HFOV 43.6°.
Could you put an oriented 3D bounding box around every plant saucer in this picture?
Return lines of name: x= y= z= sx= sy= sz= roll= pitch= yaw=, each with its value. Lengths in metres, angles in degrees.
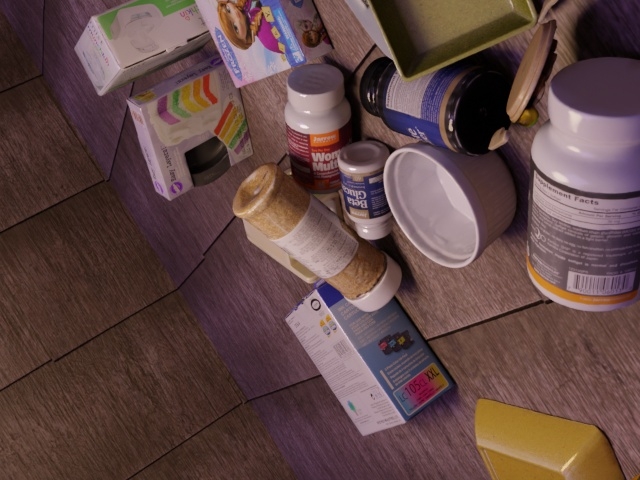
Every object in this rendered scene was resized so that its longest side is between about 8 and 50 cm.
plant saucer: x=0.431 y=0.473 z=1.483 sx=0.333 sy=0.081 sz=0.332 roll=-1 pitch=117 yaw=63
plant saucer: x=0.157 y=-0.325 z=1.019 sx=0.188 sy=0.045 sz=0.188 roll=-20 pitch=103 yaw=24

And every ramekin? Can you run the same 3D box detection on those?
ramekin: x=0.205 y=-0.072 z=1.237 sx=0.207 sy=0.109 sz=0.207 roll=43 pitch=152 yaw=30

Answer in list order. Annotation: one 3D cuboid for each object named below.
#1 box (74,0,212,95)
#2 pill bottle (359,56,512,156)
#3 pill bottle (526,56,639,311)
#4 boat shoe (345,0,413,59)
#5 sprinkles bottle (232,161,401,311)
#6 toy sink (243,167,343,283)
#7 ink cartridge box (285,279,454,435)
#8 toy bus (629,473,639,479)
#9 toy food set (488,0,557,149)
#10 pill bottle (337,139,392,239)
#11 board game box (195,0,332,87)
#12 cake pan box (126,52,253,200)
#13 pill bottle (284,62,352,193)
box: x=-0.363 y=-0.434 z=1.706 sx=0.126 sy=0.262 sz=0.231 roll=62 pitch=156 yaw=-8
pill bottle: x=0.159 y=-0.204 z=1.154 sx=0.219 sy=0.123 sz=0.122 roll=28 pitch=142 yaw=49
pill bottle: x=0.331 y=-0.062 z=0.948 sx=0.162 sy=0.162 sz=0.278 roll=36 pitch=147 yaw=41
boat shoe: x=0.073 y=-0.400 z=1.113 sx=0.306 sy=0.105 sz=0.113 roll=53 pitch=152 yaw=-3
sprinkles bottle: x=0.000 y=0.000 z=1.515 sx=0.355 sy=0.121 sz=0.121 roll=38 pitch=167 yaw=-30
toy sink: x=-0.043 y=-0.039 z=1.693 sx=0.234 sy=0.153 sz=0.131 roll=35 pitch=146 yaw=43
ink cartridge box: x=0.078 y=0.214 z=1.759 sx=0.395 sy=0.151 sz=0.270 roll=54 pitch=155 yaw=6
toy bus: x=0.515 y=0.380 z=1.149 sx=0.108 sy=0.130 sz=0.332 roll=50 pitch=154 yaw=19
toy food set: x=0.253 y=-0.193 z=0.928 sx=0.039 sy=0.192 sz=0.132 roll=20 pitch=-175 yaw=3
pill bottle: x=0.088 y=-0.088 z=1.457 sx=0.094 sy=0.094 sz=0.169 roll=33 pitch=146 yaw=43
board game box: x=-0.140 y=-0.461 z=1.488 sx=0.318 sy=0.066 sz=0.318 roll=2 pitch=120 yaw=62
cake pan box: x=-0.283 y=-0.248 z=1.790 sx=0.070 sy=0.246 sz=0.266 roll=37 pitch=148 yaw=40
pill bottle: x=-0.002 y=-0.202 z=1.462 sx=0.121 sy=0.121 sz=0.221 roll=40 pitch=150 yaw=35
